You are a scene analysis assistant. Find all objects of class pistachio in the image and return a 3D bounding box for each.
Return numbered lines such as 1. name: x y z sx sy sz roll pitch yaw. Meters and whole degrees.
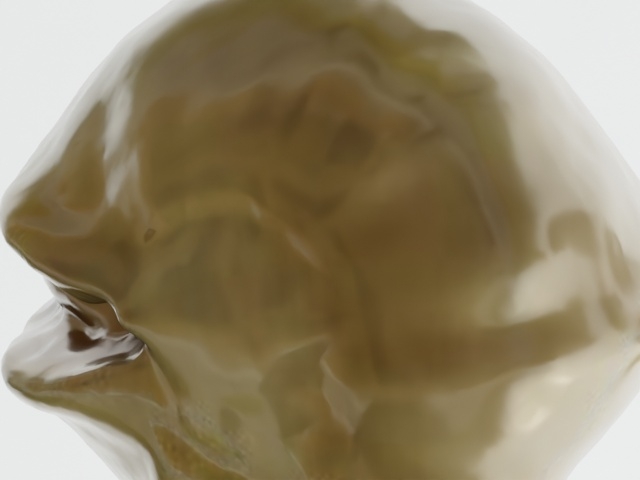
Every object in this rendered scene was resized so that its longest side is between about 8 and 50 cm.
1. pistachio: 0.000 0.000 0.616 0.318 0.213 0.194 -124 -146 -73
